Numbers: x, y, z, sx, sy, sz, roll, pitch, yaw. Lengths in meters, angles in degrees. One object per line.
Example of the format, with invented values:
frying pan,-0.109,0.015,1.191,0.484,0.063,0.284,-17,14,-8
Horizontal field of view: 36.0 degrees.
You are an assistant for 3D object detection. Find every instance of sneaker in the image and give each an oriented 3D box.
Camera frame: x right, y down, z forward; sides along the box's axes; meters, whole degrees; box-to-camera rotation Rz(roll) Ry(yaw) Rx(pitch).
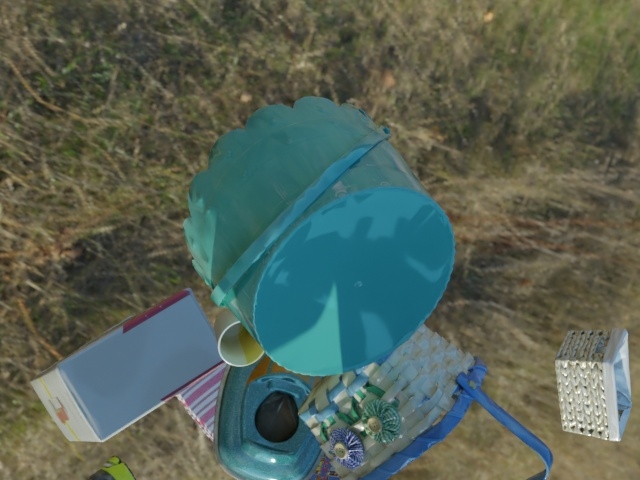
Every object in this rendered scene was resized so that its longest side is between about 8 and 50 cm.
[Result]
sneaker,-0.426,0.632,2.165,0.121,0.300,0.111,-30,169,-32

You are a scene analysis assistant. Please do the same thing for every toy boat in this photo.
toy boat,0.001,0.255,1.508,0.148,0.318,0.268,122,-21,-70

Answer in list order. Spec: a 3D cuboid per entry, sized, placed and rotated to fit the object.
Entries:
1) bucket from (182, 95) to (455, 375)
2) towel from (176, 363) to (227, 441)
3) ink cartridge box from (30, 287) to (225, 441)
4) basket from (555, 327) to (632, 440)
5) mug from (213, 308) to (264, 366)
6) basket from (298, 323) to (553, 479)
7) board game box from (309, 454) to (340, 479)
bucket,0.000,0.000,1.085,0.281,0.183,0.281,-16,128,-21
towel,-0.236,0.335,2.181,0.144,0.197,0.029,-39,-179,-29
ink cartridge box,-0.375,0.247,1.884,0.279,0.384,0.160,-32,93,-25
basket,0.470,0.243,1.691,0.113,0.103,0.167,-45,130,-52
mug,-0.100,0.120,1.225,0.062,0.064,0.078,-46,118,0
basket,0.130,0.260,1.318,0.255,0.289,0.201,-49,-179,36
board game box,0.001,0.428,1.838,0.027,0.145,0.281,61,32,-29
